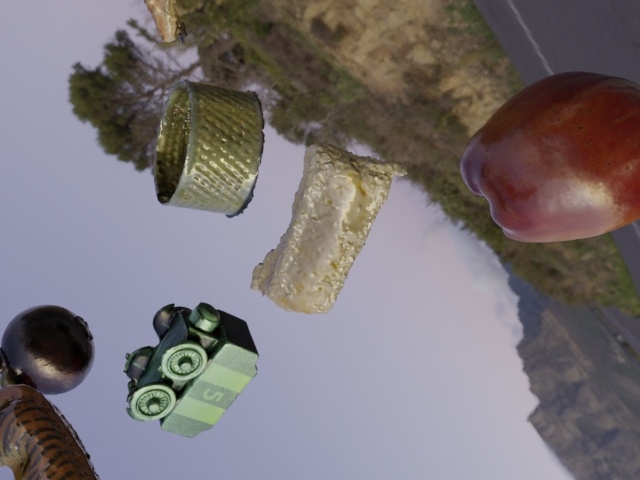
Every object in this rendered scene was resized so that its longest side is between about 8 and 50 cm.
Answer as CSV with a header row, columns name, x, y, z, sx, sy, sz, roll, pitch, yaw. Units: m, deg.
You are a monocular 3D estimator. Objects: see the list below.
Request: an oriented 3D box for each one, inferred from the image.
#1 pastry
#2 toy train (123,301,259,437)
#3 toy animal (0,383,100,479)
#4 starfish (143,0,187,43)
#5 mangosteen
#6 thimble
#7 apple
name,x,y,z,sx,sy,sz,roll,pitch,yaw
pastry,-0.005,-0.004,0.829,0.122,0.258,0.089,26,-155,-6
toy train,-0.277,0.277,1.402,0.238,0.299,0.167,29,-163,-33
toy animal,-0.200,0.179,0.478,0.241,0.099,0.057,50,-172,20
starfish,-0.152,-0.269,0.419,0.060,0.299,0.302,-23,-103,-42
mangosteen,-0.574,0.232,1.372,0.210,0.210,0.210,47,-165,-17
thimble,-0.231,-0.184,1.334,0.150,0.270,0.270,7,-141,-28
apple,0.467,-0.163,1.274,0.295,0.365,0.329,60,-177,-9
